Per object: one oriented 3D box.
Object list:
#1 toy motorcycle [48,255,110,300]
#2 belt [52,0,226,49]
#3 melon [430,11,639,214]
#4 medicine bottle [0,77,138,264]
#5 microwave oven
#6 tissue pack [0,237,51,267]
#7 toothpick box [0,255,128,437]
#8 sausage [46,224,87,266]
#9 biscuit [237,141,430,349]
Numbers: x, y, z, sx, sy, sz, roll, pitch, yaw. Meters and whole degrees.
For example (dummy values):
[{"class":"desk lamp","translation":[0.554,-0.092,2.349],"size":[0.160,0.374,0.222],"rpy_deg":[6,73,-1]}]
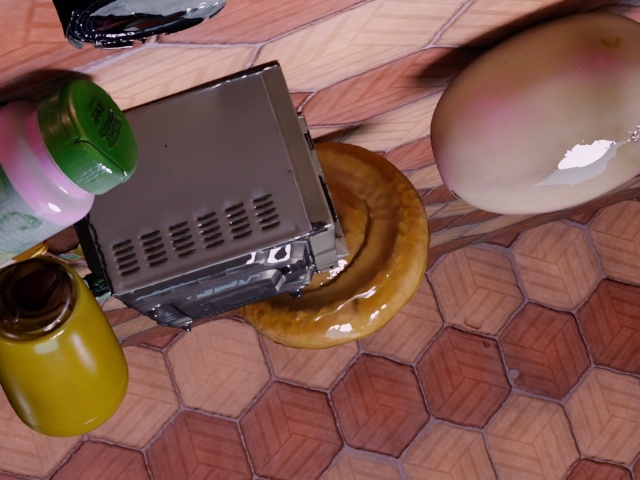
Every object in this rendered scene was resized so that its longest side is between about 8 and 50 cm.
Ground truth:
[{"class":"toy motorcycle","translation":[-0.446,0.102,2.147],"size":[0.331,0.125,0.196],"rpy_deg":[-16,171,-45]},{"class":"belt","translation":[-0.139,-0.196,1.074],"size":[0.140,0.058,0.105],"rpy_deg":[-14,166,-2]},{"class":"melon","translation":[0.286,-0.152,1.699],"size":[0.317,0.223,0.223],"rpy_deg":[-22,171,20]},{"class":"medicine bottle","translation":[-0.312,-0.049,1.351],"size":[0.274,0.133,0.133],"rpy_deg":[-27,169,19]},{"class":"microwave oven","translation":[-0.124,-0.028,1.639],"size":[0.286,0.218,0.355],"rpy_deg":[-19,172,-2]},{"class":"tissue pack","translation":[-0.419,-0.006,1.572],"size":[0.183,0.092,0.226],"rpy_deg":[-19,170,2]},{"class":"toothpick box","translation":[-0.369,0.140,1.912],"size":[0.175,0.175,0.271],"rpy_deg":[-17,148,-6]},{"class":"sausage","translation":[-0.315,0.003,1.923],"size":[0.082,0.082,0.371],"rpy_deg":[-19,172,2]},{"class":"biscuit","translation":[0.000,0.000,1.876],"size":[0.296,0.296,0.102],"rpy_deg":[-20,152,8]}]
